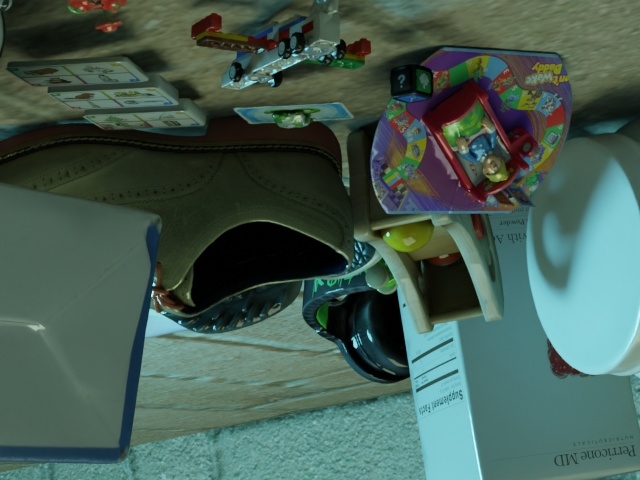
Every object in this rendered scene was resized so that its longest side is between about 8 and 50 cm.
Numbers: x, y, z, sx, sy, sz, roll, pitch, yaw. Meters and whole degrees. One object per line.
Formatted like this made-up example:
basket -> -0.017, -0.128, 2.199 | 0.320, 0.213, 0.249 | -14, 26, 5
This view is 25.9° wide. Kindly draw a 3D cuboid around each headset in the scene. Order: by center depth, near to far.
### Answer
headset -> 0.143, 0.074, 1.704 | 0.243, 0.185, 0.394 | -11, 152, 31

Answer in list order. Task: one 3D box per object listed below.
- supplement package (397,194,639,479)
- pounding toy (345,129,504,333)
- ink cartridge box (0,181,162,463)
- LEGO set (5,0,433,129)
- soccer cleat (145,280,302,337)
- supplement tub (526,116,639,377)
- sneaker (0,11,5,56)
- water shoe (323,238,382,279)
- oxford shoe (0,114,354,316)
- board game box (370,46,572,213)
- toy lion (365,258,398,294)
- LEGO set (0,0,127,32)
supplement package -> 0.195, 0.107, 1.424 | 0.177, 0.293, 0.175 | -5, 167, -15
pounding toy -> 0.065, 0.001, 1.191 | 0.155, 0.154, 0.269 | -12, 166, 15
ink cartridge box -> -0.319, 0.014, 0.813 | 0.270, 0.151, 0.395 | 11, 180, -44
LEGO set -> -0.054, -0.115, 0.898 | 0.244, 0.060, 0.182 | -2, 172, 11
soccer cleat -> -0.151, 0.046, 1.409 | 0.318, 0.109, 0.116 | -13, -179, 25
supplement tub -> 0.368, 0.003, 1.205 | 0.325, 0.235, 0.235 | -3, 166, -19
sneaker -> -0.238, -0.122, 0.609 | 0.270, 0.090, 0.145 | 6, 164, -39
water shoe -> 0.000, 0.000, 1.375 | 0.203, 0.073, 0.080 | -11, -174, 45
oxford shoe -> -0.143, -0.006, 1.020 | 0.348, 0.130, 0.123 | -11, 142, -7
board game box -> 0.119, -0.070, 1.001 | 0.168, 0.033, 0.133 | -1, 121, -30
toy lion -> 0.095, 0.000, 1.341 | 0.100, 0.096, 0.034 | -5, 163, 25
LEGO set -> -0.117, -0.134, 0.593 | 0.132, 0.107, 0.287 | -9, 167, 3
